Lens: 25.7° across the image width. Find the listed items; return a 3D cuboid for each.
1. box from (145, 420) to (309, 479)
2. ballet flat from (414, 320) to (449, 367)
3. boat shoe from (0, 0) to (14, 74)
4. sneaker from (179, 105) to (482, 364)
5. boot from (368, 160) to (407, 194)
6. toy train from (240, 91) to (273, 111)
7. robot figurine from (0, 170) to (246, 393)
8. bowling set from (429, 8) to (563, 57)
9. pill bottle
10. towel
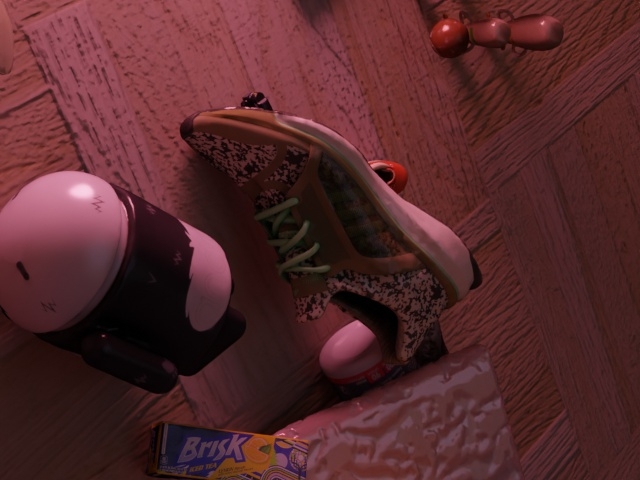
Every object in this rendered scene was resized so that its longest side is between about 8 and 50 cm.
[{"bbox_3d":[-0.101,0.238,1.532,0.169,0.054,0.059,10,74,-17],"label":"box"},{"bbox_3d":[0.143,0.160,1.876,0.084,0.058,0.250,-36,110,-6],"label":"ballet flat"},{"bbox_3d":[-0.341,-0.228,1.400,0.049,0.042,0.133,-45,121,-70],"label":"boat shoe"},{"bbox_3d":[0.000,0.000,1.614,0.410,0.158,0.182,35,62,-17],"label":"sneaker"},{"bbox_3d":[0.077,-0.076,1.810,0.158,0.085,0.059,-12,92,-50],"label":"boot"},{"bbox_3d":[-0.049,-0.111,1.709,0.027,0.036,0.158,-46,118,-41],"label":"toy train"},{"bbox_3d":[-0.205,0.043,1.416,0.278,0.209,0.173,31,79,-42],"label":"robot figurine"},{"bbox_3d":[0.188,-0.341,1.957,0.200,0.154,0.287,-39,116,-23],"label":"bowling set"},{"bbox_3d":[0.085,0.193,1.758,0.180,0.108,0.108,58,47,-24],"label":"pill bottle"},{"bbox_3d":[0.099,0.324,1.683,0.332,0.053,0.317,-22,103,-24],"label":"towel"}]
